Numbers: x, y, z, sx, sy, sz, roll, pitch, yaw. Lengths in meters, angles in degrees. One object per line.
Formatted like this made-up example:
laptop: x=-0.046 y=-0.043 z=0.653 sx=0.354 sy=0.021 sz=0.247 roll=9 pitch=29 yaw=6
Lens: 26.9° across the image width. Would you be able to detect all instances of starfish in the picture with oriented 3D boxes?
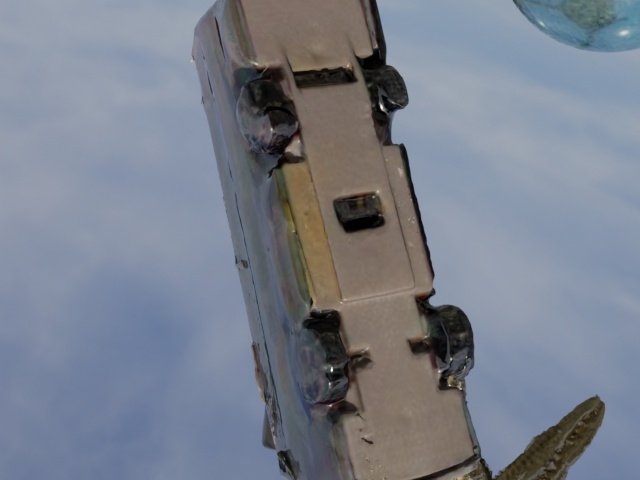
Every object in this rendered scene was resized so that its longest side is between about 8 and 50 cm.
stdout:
starfish: x=0.113 y=0.191 z=0.961 sx=0.277 sy=0.236 sz=0.062 roll=-2 pitch=-158 yaw=-18

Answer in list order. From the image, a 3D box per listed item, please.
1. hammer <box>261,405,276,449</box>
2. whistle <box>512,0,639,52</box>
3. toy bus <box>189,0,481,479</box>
hammer: x=-0.004 y=-0.072 z=0.947 sx=0.168 sy=0.440 sz=0.044 roll=3 pitch=169 yaw=9
whistle: x=0.109 y=-0.095 z=0.453 sx=0.090 sy=0.090 sz=0.158 roll=7 pitch=-142 yaw=-34
toy bus: x=0.000 y=0.000 z=0.826 sx=0.112 sy=0.317 sz=0.138 roll=-7 pitch=171 yaw=-27
